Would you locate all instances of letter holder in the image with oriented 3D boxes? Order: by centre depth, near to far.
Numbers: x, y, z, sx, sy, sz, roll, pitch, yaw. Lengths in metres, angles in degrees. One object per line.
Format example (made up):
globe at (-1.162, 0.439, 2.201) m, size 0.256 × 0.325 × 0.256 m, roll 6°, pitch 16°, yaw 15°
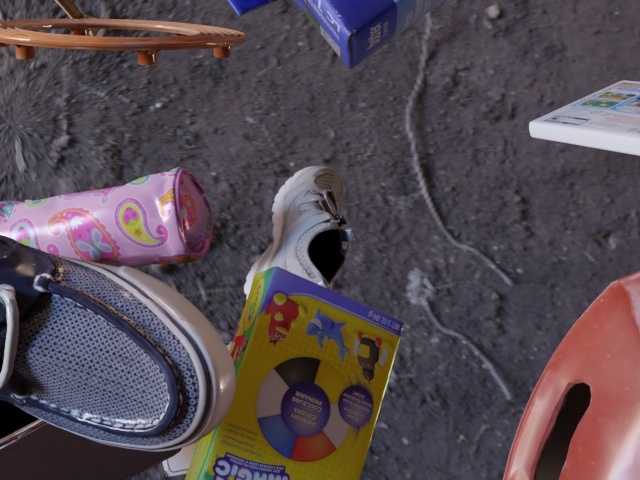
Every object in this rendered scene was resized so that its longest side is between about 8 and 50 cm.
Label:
letter holder at (-0.314, 0.198, 1.179) m, size 0.214 × 0.302 × 0.152 m, roll -26°, pitch 66°, yaw 4°

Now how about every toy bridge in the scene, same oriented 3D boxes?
toy bridge at (-0.365, -0.367, 1.434) m, size 0.063 × 0.188 × 0.026 m, roll 23°, pitch 66°, yaw 17°

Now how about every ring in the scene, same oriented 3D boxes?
ring at (-0.259, -0.247, 1.248) m, size 0.337 × 0.336 × 0.032 m, roll -3°, pitch 107°, yaw -17°

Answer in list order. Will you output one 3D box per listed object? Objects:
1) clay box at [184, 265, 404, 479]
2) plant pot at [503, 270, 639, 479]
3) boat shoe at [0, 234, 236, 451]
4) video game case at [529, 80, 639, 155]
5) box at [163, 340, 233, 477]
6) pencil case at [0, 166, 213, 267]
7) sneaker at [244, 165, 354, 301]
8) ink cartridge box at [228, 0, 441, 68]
clay box at (-0.024, 0.147, 0.809) m, size 0.127 × 0.053 × 0.222 m, roll 24°, pitch 69°, yaw -19°
plant pot at (0.217, 0.116, 0.330) m, size 0.265 × 0.272 × 0.272 m, roll 18°, pitch 91°, yaw -35°
boat shoe at (-0.233, 0.059, 0.650) m, size 0.341 × 0.158 × 0.127 m, roll 19°, pitch 104°, yaw 20°
video game case at (0.295, -0.111, 0.912) m, size 0.143 × 0.157 × 0.019 m, roll -25°, pitch 117°, yaw -32°
box at (-0.100, 0.229, 1.479) m, size 0.290 × 0.087 × 0.169 m, roll -13°, pitch 99°, yaw 3°
pencil case at (-0.277, -0.014, 1.228) m, size 0.284 × 0.124 × 0.124 m, roll -9°, pitch 100°, yaw 15°
sneaker at (0.000, 0.000, 1.295) m, size 0.115 × 0.281 × 0.105 m, roll -17°, pitch 125°, yaw 27°
ink cartridge box at (0.060, -0.356, 0.969) m, size 0.395 × 0.151 × 0.270 m, roll -36°, pitch 86°, yaw 0°
